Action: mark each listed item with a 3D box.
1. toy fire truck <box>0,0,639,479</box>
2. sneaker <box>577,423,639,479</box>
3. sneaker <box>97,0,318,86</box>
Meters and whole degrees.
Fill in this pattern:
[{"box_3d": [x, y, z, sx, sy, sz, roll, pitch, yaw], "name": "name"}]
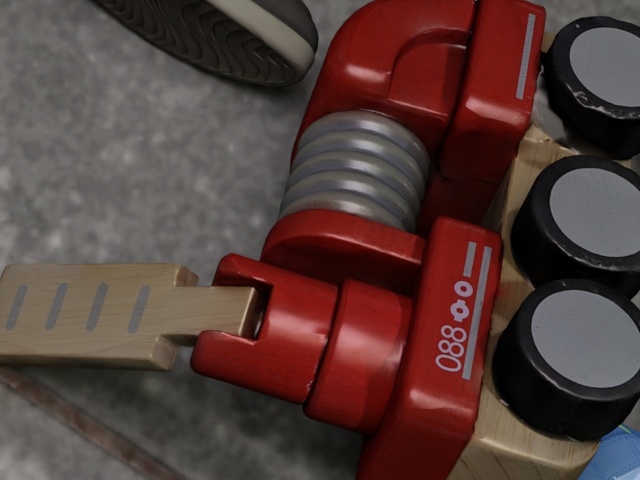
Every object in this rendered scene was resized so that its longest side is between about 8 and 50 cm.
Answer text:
[{"box_3d": [0.000, 0.000, 0.789, 0.246, 0.158, 0.217, 17, 52, -5], "name": "toy fire truck"}, {"box_3d": [0.172, 0.171, 0.806, 0.240, 0.091, 0.126, 46, 71, 2], "name": "sneaker"}, {"box_3d": [-0.073, -0.169, 0.839, 0.222, 0.083, 0.118, 36, 71, -1], "name": "sneaker"}]
